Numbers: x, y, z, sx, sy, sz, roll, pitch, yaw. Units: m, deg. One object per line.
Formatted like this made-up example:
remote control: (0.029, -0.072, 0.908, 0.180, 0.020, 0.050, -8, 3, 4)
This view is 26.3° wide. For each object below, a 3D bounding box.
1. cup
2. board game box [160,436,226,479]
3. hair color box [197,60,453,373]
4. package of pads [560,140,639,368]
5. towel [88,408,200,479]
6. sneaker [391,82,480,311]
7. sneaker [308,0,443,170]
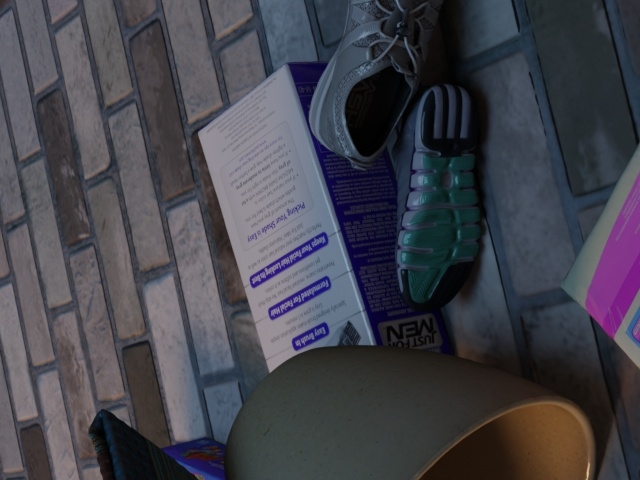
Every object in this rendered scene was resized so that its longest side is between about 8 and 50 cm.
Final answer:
cup: (0.048, 0.226, 1.232, 0.237, 0.331, 0.331, 33, 122, 38)
board game box: (-0.104, 0.444, 1.708, 0.233, 0.078, 0.347, 12, 106, 51)
hair color box: (0.000, 0.000, 1.459, 0.185, 0.110, 0.339, -30, 71, 49)
package of pads: (0.339, 0.038, 1.026, 0.296, 0.101, 0.229, 50, 135, 33)
towel: (-0.063, 0.331, 1.228, 0.040, 0.370, 0.271, -38, 38, 8)
sneaker: (0.107, -0.045, 1.352, 0.098, 0.083, 0.224, -148, 63, -67)
sneaker: (0.074, -0.195, 1.294, 0.115, 0.105, 0.281, -119, 39, -57)
